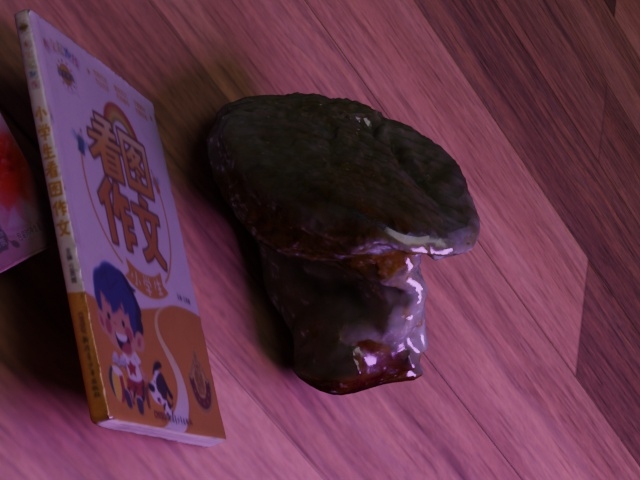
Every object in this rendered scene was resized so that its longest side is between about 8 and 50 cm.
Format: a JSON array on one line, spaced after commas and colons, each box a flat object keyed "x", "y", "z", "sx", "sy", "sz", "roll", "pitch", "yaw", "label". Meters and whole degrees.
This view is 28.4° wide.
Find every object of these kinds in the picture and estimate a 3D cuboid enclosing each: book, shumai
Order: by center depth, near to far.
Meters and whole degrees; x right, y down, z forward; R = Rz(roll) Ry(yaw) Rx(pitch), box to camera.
[{"x": -0.143, "y": 0.000, "z": 0.924, "sx": 0.208, "sy": 0.020, "sz": 0.295, "roll": 36, "pitch": 38, "yaw": -69, "label": "book"}, {"x": 0.000, "y": 0.000, "z": 1.126, "sx": 0.222, "sy": 0.203, "sz": 0.272, "roll": 0, "pitch": 39, "yaw": -29, "label": "shumai"}]

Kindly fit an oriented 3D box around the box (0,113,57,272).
[{"x": -0.243, "y": -0.018, "z": 0.803, "sx": 0.111, "sy": 0.060, "sz": 0.156, "roll": 61, "pitch": 30, "yaw": -6, "label": "box"}]
